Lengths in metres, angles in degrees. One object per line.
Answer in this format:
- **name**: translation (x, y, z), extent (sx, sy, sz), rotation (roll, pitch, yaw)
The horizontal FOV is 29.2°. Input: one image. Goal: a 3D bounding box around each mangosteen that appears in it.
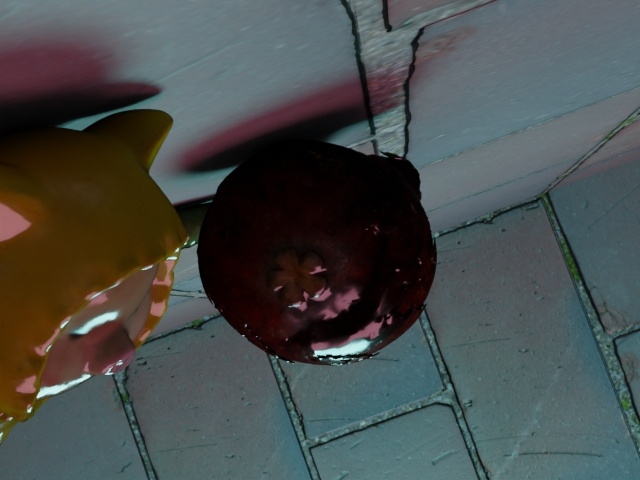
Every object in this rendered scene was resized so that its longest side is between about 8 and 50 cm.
- **mangosteen**: translation (0.000, 0.000, 0.867), extent (0.166, 0.166, 0.180), rotation (-21, -158, 15)

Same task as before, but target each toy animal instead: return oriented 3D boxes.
- **toy animal**: translation (-0.164, 0.026, 0.599), extent (0.230, 0.156, 0.156), rotation (-36, 167, 34)

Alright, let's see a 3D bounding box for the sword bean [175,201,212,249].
- **sword bean**: translation (-0.109, -0.010, 0.975), extent (0.269, 0.038, 0.043), rotation (-17, -160, -29)
